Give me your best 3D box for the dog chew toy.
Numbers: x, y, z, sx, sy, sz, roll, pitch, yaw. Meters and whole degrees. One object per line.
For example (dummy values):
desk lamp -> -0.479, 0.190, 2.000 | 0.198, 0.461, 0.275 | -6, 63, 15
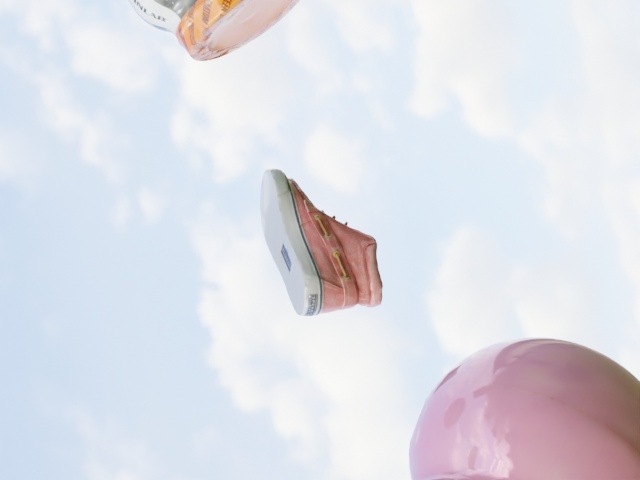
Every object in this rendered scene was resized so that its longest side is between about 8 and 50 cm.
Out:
dog chew toy -> 0.132, 0.235, 1.319 | 0.206, 0.206, 0.332 | 53, -126, -34

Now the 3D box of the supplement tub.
supplement tub -> -0.096, -0.216, 1.139 | 0.190, 0.117, 0.117 | 56, -157, 10

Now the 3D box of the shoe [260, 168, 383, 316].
shoe -> 0.000, 0.000, 1.671 | 0.178, 0.081, 0.063 | -111, 26, -43
